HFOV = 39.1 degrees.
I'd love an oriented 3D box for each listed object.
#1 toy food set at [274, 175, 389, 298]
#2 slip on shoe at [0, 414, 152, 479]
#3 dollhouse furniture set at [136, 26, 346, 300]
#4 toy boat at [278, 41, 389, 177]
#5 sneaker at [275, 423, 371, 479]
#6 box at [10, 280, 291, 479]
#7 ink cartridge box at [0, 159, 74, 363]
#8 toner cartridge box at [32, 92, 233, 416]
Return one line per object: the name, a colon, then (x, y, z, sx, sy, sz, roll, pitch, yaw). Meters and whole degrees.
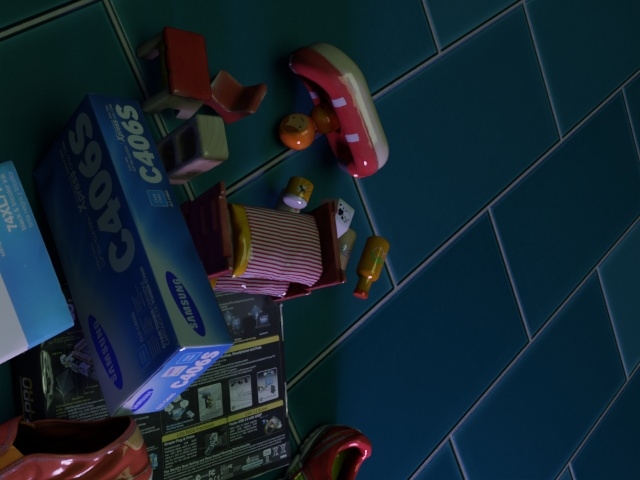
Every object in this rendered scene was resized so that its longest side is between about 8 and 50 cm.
toy food set: (0.000, 0.000, 1.440, 0.232, 0.111, 0.104, 37, 64, -41)
slip on shoe: (-0.356, 0.244, 1.009, 0.331, 0.123, 0.101, 0, 106, -10)
dollhouse furniture set: (-0.110, -0.109, 1.231, 0.201, 0.152, 0.374, 5, 71, -41)
toy boat: (0.002, -0.197, 1.448, 0.151, 0.151, 0.231, -27, 111, -11)
sneaker: (-0.012, 0.408, 1.422, 0.107, 0.118, 0.279, 51, 56, -31)
box: (-0.217, 0.199, 1.237, 0.395, 0.097, 0.318, -8, 98, -44)
ink cartridge box: (-0.447, 0.055, 0.937, 0.270, 0.198, 0.197, -30, 111, -41)
toner cartridge box: (-0.231, 0.013, 1.063, 0.075, 0.165, 0.347, 0, 55, -44)
